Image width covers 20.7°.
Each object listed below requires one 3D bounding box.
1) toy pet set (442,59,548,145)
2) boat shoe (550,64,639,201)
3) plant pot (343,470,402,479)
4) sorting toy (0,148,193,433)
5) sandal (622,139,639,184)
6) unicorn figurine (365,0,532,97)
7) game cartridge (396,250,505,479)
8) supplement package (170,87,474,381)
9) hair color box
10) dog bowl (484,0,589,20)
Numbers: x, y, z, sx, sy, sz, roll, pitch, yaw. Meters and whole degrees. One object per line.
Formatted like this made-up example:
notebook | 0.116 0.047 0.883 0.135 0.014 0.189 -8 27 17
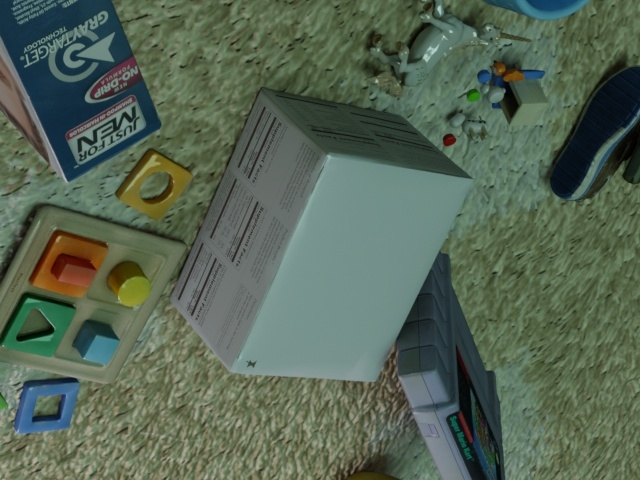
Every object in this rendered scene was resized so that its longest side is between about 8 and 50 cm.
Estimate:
toy pet set | 0.192 -0.168 1.920 0.114 0.065 0.122 -4 146 -25
boat shoe | 0.341 -0.126 2.065 0.066 0.066 0.183 9 123 -48
plant pot | 0.067 0.343 2.184 0.134 0.095 0.134 -20 131 -24
sorting toy | -0.241 0.064 1.790 0.196 0.047 0.347 15 111 -42
sandal | 0.474 -0.116 2.117 0.303 0.086 0.120 -7 130 -45
unicorn figurine | 0.123 -0.211 1.850 0.162 0.060 0.111 -35 141 13
game cartridge | 0.159 0.178 2.042 0.068 0.230 0.355 -15 136 10
supplement package | 0.000 0.000 1.848 0.204 0.145 0.262 7 117 -39
hair color box | -0.263 -0.232 1.464 0.105 0.174 0.347 -33 135 -14
dog bowl | 0.287 -0.351 1.846 0.297 0.074 0.166 -42 136 -2
